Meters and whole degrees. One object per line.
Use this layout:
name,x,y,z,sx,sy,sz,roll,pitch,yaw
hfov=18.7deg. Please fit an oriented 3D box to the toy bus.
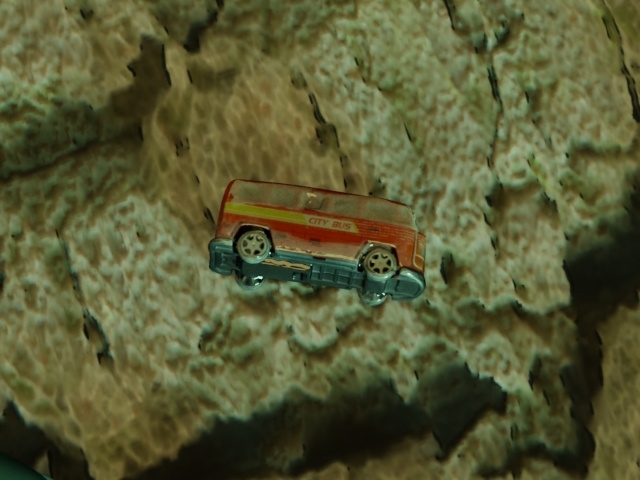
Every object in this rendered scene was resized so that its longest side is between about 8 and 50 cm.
toy bus,0.000,0.000,1.551,0.174,0.079,0.077,7,69,-1

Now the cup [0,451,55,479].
cup,-0.265,0.294,1.410,0.289,0.219,0.258,28,53,-30
